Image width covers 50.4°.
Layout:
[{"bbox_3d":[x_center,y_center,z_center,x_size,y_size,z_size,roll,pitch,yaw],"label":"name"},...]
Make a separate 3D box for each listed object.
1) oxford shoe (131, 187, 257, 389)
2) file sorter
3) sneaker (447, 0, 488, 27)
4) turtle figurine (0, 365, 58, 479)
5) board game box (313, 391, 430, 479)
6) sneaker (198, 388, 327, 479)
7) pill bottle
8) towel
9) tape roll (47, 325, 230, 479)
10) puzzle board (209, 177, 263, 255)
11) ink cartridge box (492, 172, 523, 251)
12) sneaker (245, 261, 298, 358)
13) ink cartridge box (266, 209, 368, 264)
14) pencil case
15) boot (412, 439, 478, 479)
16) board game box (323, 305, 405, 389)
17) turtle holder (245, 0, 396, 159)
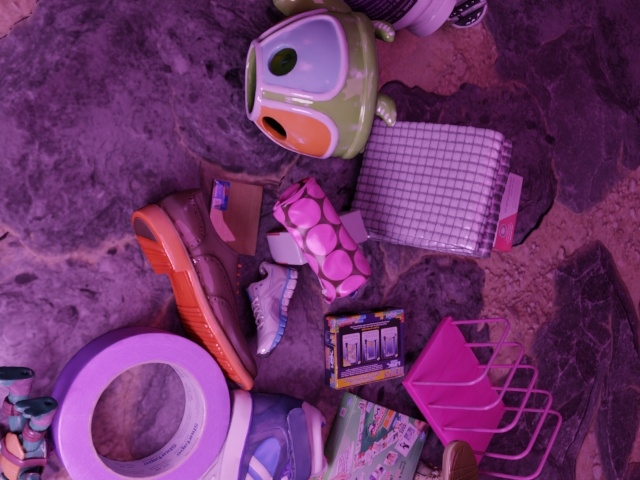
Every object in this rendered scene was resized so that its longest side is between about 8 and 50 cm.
[{"bbox_3d":[-0.173,0.085,1.143,0.133,0.130,0.363,-34,113,-31],"label":"oxford shoe"},{"bbox_3d":[0.353,0.329,1.425,0.202,0.182,0.290,-49,115,-36],"label":"file sorter"},{"bbox_3d":[0.278,-0.588,1.434,0.118,0.110,0.292,-27,99,-57],"label":"sneaker"},{"bbox_3d":[-0.449,0.308,0.986,0.118,0.175,0.234,-22,136,-65],"label":"turtle figurine"},{"bbox_3d":[0.086,0.488,1.366,0.214,0.046,0.317,27,77,-29],"label":"board game box"},{"bbox_3d":[-0.091,0.434,1.203,0.236,0.130,0.322,20,75,-27],"label":"sneaker"},{"bbox_3d":[0.099,-0.515,1.266,0.323,0.182,0.181,25,78,-30],"label":"pill bottle"},{"bbox_3d":[0.209,-0.098,1.300,0.121,0.284,0.234,16,86,-53],"label":"towel"},{"bbox_3d":[-0.289,0.280,1.102,0.275,0.090,0.274,0,91,-32],"label":"tape roll"},{"bbox_3d":[-0.155,-0.041,1.221,0.097,0.011,0.128,8,86,-31],"label":"puzzle board"},{"bbox_3d":[0.305,-0.082,1.453,0.237,0.100,0.171,14,83,-32],"label":"ink cartridge box"},{"bbox_3d":[-0.101,0.119,1.212,0.083,0.071,0.190,24,49,-18],"label":"sneaker"},{"bbox_3d":[-0.006,-0.007,1.256,0.151,0.109,0.063,-20,99,-30],"label":"ink cartridge box"},{"bbox_3d":[0.000,0.000,1.147,0.098,0.095,0.209,-34,104,-5],"label":"pencil case"},{"bbox_3d":[0.245,0.485,1.394,0.077,0.165,0.213,-12,104,-25],"label":"boot"},{"bbox_3d":[0.089,0.211,1.359,0.170,0.048,0.140,-3,95,-32],"label":"board game box"},{"bbox_3d":[-0.008,-0.303,1.175,0.228,0.243,0.320,1,100,-15],"label":"turtle holder"}]
